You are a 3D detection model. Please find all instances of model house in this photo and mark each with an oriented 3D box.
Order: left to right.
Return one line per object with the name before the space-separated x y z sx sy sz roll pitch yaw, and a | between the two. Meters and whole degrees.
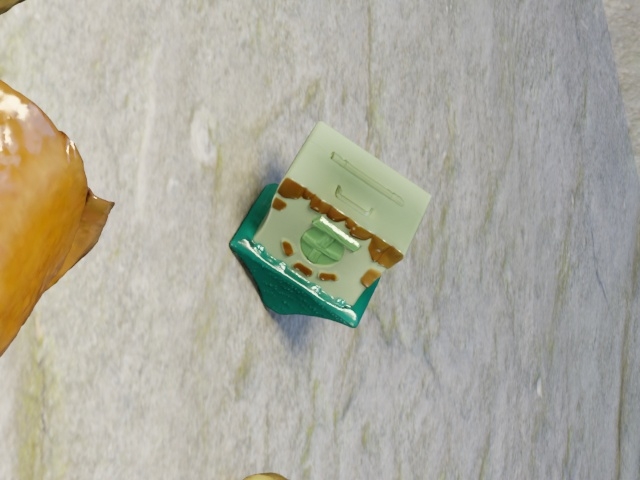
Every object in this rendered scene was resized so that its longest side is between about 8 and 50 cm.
model house | 0.000 0.000 1.484 0.127 0.149 0.100 34 39 -4

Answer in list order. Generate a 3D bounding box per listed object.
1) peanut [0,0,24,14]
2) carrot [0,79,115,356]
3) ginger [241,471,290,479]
peanut | -0.176 -0.247 1.014 0.169 0.192 0.387 55 34 -28
carrot | -0.238 0.044 0.845 0.196 0.196 0.254 63 38 -42
ginger | -0.012 0.313 1.457 0.118 0.065 0.299 -79 157 -64
